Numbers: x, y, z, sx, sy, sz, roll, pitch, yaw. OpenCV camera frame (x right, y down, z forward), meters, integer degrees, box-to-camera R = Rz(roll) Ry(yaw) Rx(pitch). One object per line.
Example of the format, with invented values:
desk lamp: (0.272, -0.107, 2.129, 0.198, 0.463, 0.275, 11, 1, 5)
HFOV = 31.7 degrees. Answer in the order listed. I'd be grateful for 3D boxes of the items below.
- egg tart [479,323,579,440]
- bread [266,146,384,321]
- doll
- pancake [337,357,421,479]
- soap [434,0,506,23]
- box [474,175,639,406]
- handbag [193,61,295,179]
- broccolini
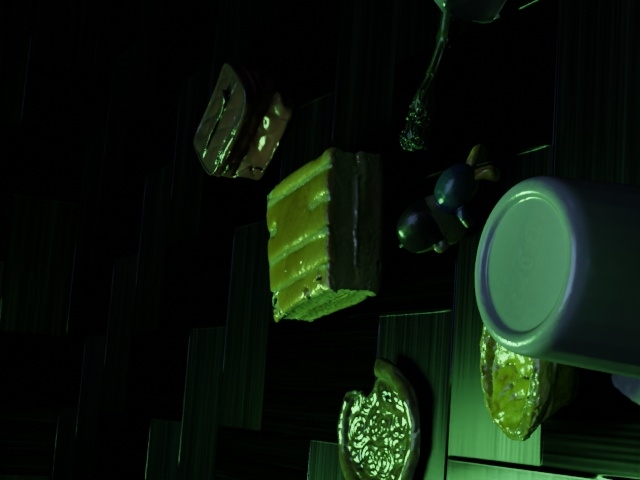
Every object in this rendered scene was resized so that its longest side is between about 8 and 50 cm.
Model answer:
egg tart: (0.245, 0.143, 1.320, 0.191, 0.074, 0.191, 179, 90, -75)
bread: (0.000, 0.000, 1.821, 0.246, 0.111, 0.239, -26, 59, 59)
doll: (0.174, -0.046, 1.538, 0.179, 0.089, 0.102, -41, 43, 19)
pancake: (0.086, 0.288, 1.664, 0.235, 0.029, 0.211, -59, 36, 41)
soap: (0.218, -0.494, 1.542, 0.296, 0.107, 0.285, -60, 34, 37)
box: (0.297, 0.031, 1.129, 0.291, 0.206, 0.262, 136, 134, -54)
handbag: (-0.148, -0.226, 2.150, 0.225, 0.135, 0.146, -60, 39, 34)
broccolini: (0.162, -0.247, 1.651, 0.051, 0.054, 0.239, -148, 71, -76)
